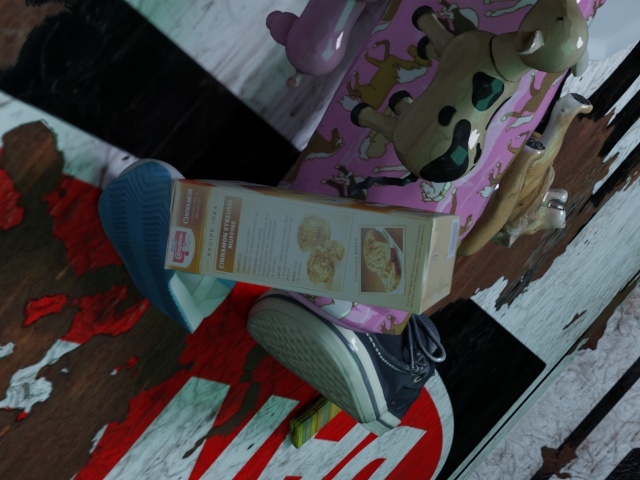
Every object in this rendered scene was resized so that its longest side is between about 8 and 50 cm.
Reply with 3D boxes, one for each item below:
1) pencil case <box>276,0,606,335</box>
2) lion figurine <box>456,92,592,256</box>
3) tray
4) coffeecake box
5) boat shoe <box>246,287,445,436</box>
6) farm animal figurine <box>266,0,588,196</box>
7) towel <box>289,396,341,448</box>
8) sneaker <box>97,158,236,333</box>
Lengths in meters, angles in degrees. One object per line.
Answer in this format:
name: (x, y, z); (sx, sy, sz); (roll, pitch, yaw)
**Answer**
pencil case: (0.084, -0.101, 0.858); (0.160, 0.167, 0.386); (18, 105, -46)
lion figurine: (0.194, -0.064, 1.143); (0.392, 0.142, 0.240); (-23, 145, -53)
tray: (0.351, -0.269, 1.207); (0.145, 0.030, 0.270); (-28, 170, 36)
coffeecake box: (0.000, 0.000, 0.734); (0.142, 0.186, 0.068); (-11, 109, -75)
boat shoe: (0.045, 0.120, 1.162); (0.156, 0.187, 0.500); (-51, 161, -5)
farm animal figurine: (0.116, -0.212, 0.633); (0.327, 0.172, 0.330); (-33, 130, -9)
towel: (0.045, 0.220, 1.495); (0.237, 0.021, 0.102); (-39, 159, -22)
sneaker: (-0.117, -0.009, 0.826); (0.092, 0.087, 0.228); (-48, 163, -20)
